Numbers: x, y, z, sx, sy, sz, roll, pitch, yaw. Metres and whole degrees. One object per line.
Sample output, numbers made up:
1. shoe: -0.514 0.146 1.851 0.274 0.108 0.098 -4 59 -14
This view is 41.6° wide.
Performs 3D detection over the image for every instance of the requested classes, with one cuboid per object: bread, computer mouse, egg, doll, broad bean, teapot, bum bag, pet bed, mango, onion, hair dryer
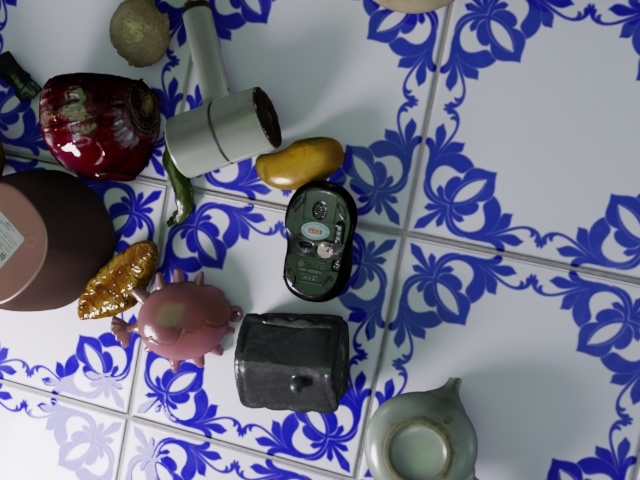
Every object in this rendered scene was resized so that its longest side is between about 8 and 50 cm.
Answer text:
1. bread: -0.404 0.086 1.734 0.233 0.076 0.105 -43 76 15
2. computer mouse: 0.000 0.000 1.617 0.137 0.096 0.233 14 100 19
3. egg: -0.362 -0.418 1.688 0.116 0.118 0.140 6 107 57
4. doll: -0.286 0.161 1.688 0.261 0.093 0.211 -14 100 -1
5. broad bean: -0.289 -0.125 1.712 0.061 0.046 0.195 -1 94 12
6. teapot: 0.216 0.425 1.549 0.219 0.149 0.318 -26 85 7
7. bum bag: -0.651 -0.349 1.802 0.058 0.034 0.124 -44 82 -2
8. pet bed: -0.057 0.231 1.607 0.210 0.159 0.183 3 93 14
9. mango: -0.039 -0.147 1.630 0.190 0.075 0.098 -12 74 19
10. onion: -0.449 -0.219 1.672 0.216 0.207 0.206 -6 88 20
11. hair dryer: -0.216 -0.322 1.657 0.203 0.128 0.362 -17 80 16

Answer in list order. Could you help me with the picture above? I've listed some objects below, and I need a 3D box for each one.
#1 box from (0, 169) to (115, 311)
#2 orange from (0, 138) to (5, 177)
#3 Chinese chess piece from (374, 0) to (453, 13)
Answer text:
1. box: -0.603 0.004 1.714 0.300 0.216 0.301 1 94 16
2. orange: -0.799 -0.173 1.746 0.279 0.235 0.279 1 95 7
3. Chinese chess piece: 0.174 -0.553 1.539 0.270 0.112 0.270 0 91 14
